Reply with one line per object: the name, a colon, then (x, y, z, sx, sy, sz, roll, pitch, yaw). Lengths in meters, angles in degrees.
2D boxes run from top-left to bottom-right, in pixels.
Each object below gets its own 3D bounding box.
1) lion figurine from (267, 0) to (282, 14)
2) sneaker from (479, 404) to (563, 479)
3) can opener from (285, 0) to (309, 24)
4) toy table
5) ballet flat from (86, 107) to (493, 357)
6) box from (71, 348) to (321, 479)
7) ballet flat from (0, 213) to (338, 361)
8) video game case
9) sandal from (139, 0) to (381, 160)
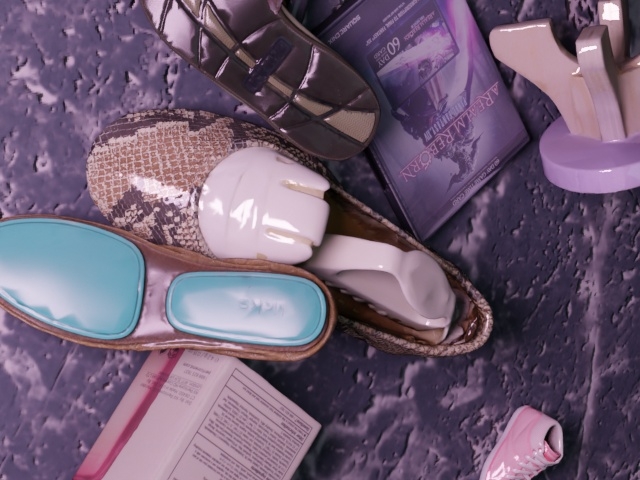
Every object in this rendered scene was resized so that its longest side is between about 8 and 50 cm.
lion figurine: (-0.084, -0.421, 1.564, 0.240, 0.142, 0.392, 16, 93, -4)
sneaker: (0.236, 0.260, 2.033, 0.051, 0.070, 0.134, 35, 77, -38)
can opener: (-0.023, -0.267, 1.748, 0.073, 0.059, 0.186, 16, 87, -39)
toy table: (0.323, -0.174, 1.927, 0.252, 0.274, 0.161, -10, 108, 7)
ballet flat: (0.000, 0.000, 1.733, 0.483, 0.182, 0.164, 28, 81, -37)
box: (-0.133, 0.230, 1.704, 0.148, 0.127, 0.232, 42, 72, -35)
ballet flat: (-0.154, 0.052, 1.635, 0.342, 0.124, 0.116, 7, 80, -1)
video game case: (0.111, -0.161, 1.892, 0.196, 0.026, 0.274, -43, 120, -24)
sandal: (-0.068, -0.194, 1.700, 0.120, 0.086, 0.303, -41, 106, 6)
